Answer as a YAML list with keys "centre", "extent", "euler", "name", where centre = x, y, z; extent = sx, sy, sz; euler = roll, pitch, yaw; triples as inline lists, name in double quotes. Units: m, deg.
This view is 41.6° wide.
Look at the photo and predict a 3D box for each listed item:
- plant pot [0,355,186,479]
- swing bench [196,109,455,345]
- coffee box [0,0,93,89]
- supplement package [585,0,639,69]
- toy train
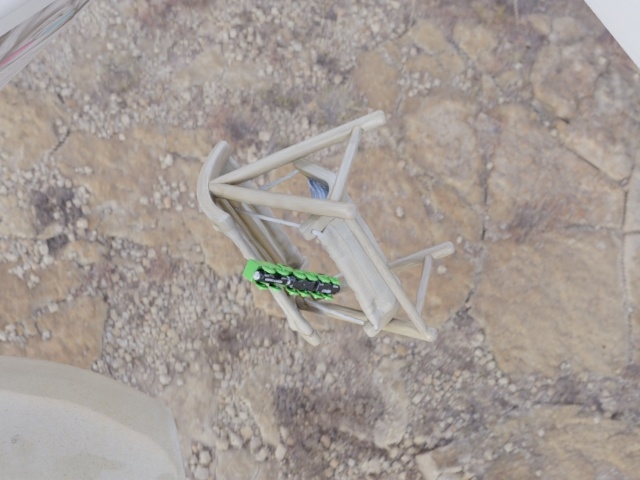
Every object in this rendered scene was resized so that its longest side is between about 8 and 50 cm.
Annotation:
- centre: [-0.208, 0.221, 0.699]
  extent: [0.190, 0.284, 0.284]
  euler: [-9, 64, -15]
  name: "plant pot"
- centre: [0.000, 0.000, 1.066]
  extent: [0.254, 0.253, 0.165]
  euler: [-7, 46, 31]
  name: "swing bench"
- centre: [-0.329, -0.151, 0.349]
  extent: [0.338, 0.334, 0.338]
  euler: [52, 55, -17]
  name: "coffee box"
- centre: [0.255, -0.210, 0.436]
  extent: [0.149, 0.194, 0.203]
  euler: [43, 60, -21]
  name: "supplement package"
- centre: [-0.018, 0.026, 0.568]
  extent: [0.023, 0.083, 0.017]
  euler: [32, 102, 39]
  name: "toy train"
